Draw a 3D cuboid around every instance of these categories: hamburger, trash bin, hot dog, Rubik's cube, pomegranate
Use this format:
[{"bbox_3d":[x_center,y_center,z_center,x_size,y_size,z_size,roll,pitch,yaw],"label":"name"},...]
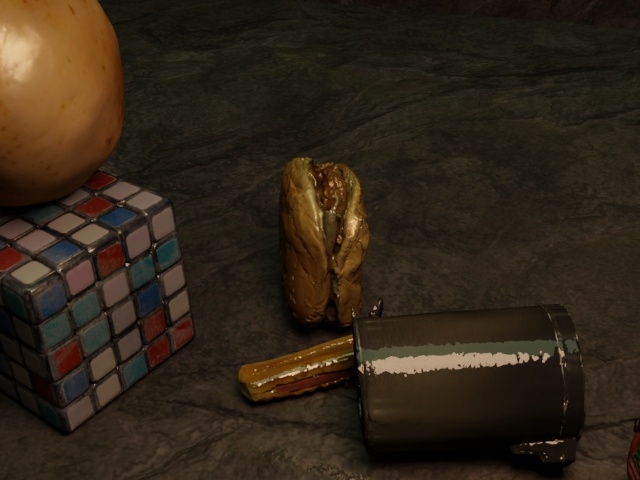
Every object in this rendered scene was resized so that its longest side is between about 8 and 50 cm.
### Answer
[{"bbox_3d":[0.000,0.000,1.445,0.145,0.283,0.259,3,30,-6],"label":"hamburger"},{"bbox_3d":[0.199,0.200,1.217,0.302,0.203,0.252,-3,68,0],"label":"trash bin"},{"bbox_3d":[0.009,0.195,1.356,0.286,0.061,0.088,-11,32,-10],"label":"hot dog"},{"bbox_3d":[-0.409,0.072,1.359,0.293,0.291,0.287,20,41,32],"label":"Rubik's cube"},{"bbox_3d":[-0.476,-0.215,1.208,0.412,0.411,0.411,-2,34,1],"label":"pomegranate"}]

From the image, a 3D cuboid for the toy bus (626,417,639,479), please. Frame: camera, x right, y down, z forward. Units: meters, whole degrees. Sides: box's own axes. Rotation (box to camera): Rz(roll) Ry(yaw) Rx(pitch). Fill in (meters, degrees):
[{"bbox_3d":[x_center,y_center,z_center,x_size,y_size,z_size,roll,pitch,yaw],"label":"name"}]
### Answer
[{"bbox_3d":[0.509,0.350,0.951,0.203,0.233,0.426,-5,35,-3],"label":"toy bus"}]
